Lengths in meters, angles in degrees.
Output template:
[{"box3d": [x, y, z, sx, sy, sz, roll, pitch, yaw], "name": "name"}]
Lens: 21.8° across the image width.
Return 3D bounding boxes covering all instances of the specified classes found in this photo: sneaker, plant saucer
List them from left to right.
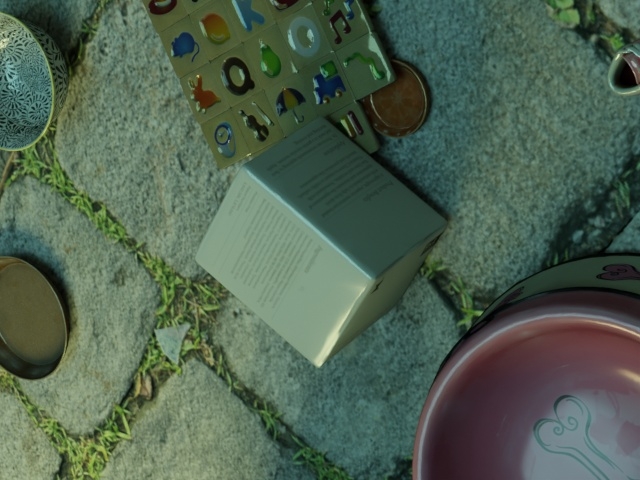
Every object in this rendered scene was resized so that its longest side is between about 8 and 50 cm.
[{"box3d": [-0.381, 0.097, 2.141, 0.168, 0.029, 0.168, 13, 113, 32], "name": "plant saucer"}, {"box3d": [0.078, -0.149, 1.735, 0.083, 0.013, 0.083, 13, 114, 33], "name": "plant saucer"}, {"box3d": [0.319, -0.173, 1.518, 0.134, 0.070, 0.051, -35, 82, 37], "name": "sneaker"}]

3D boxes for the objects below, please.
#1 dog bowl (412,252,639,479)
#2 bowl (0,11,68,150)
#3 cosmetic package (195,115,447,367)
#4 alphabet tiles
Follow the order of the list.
[{"box3d": [0.268, 0.220, 1.580, 0.408, 0.150, 0.408, 3, 96, 28], "name": "dog bowl"}, {"box3d": [-0.356, -0.198, 1.991, 0.170, 0.080, 0.170, 13, 113, 33], "name": "bowl"}, {"box3d": [0.000, 0.000, 1.739, 0.183, 0.151, 0.151, 42, 131, 12], "name": "cosmetic package"}, {"box3d": [-0.064, -0.226, 1.804, 0.285, 0.011, 0.343, -24, 91, 43], "name": "alphabet tiles"}]
